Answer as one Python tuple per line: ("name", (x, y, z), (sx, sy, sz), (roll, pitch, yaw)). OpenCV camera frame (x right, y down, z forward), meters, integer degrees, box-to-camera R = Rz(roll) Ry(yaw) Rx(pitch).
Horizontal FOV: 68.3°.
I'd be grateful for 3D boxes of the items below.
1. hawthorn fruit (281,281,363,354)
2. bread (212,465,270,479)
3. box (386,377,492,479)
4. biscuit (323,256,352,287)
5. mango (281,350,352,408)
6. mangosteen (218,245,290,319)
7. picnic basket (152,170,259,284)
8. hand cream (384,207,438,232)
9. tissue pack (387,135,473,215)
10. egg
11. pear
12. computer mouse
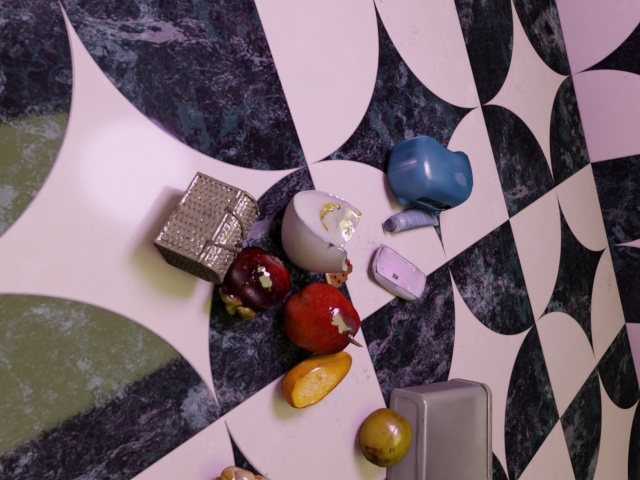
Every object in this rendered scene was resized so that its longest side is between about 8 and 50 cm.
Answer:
("hawthorn fruit", (0.010, 0.217, 1.224), (0.189, 0.251, 0.190), (-19, 125, -31))
("bread", (-0.225, 0.669, 1.046), (0.173, 0.121, 0.311), (41, 62, -26))
("box", (0.390, 0.642, 1.527), (0.343, 0.177, 0.352), (9, 81, -37))
("biscuit", (0.049, 0.090, 1.391), (0.119, 0.019, 0.130), (36, 65, -32))
("mango", (-0.007, 0.354, 1.251), (0.217, 0.102, 0.141), (-23, 125, -26))
("mangosteen", (-0.165, 0.108, 1.135), (0.166, 0.166, 0.180), (38, 88, -31))
("picnic basket", (-0.240, -0.022, 1.051), (0.154, 0.134, 0.196), (23, 66, 8))
("hand cream", (0.315, -0.072, 1.607), (0.271, 0.058, 0.091), (-16, 85, -43))
("tissue pack", (0.366, -0.204, 1.562), (0.287, 0.198, 0.206), (11, 73, -40))
("egg", (-0.016, -0.011, 1.260), (0.206, 0.162, 0.271), (26, 30, -10))
("pear", (0.190, 0.574, 1.381), (0.162, 0.148, 0.149), (-48, 115, -29))
("computer mouse", (0.250, 0.105, 1.531), (0.245, 0.056, 0.126), (32, 67, -34))
